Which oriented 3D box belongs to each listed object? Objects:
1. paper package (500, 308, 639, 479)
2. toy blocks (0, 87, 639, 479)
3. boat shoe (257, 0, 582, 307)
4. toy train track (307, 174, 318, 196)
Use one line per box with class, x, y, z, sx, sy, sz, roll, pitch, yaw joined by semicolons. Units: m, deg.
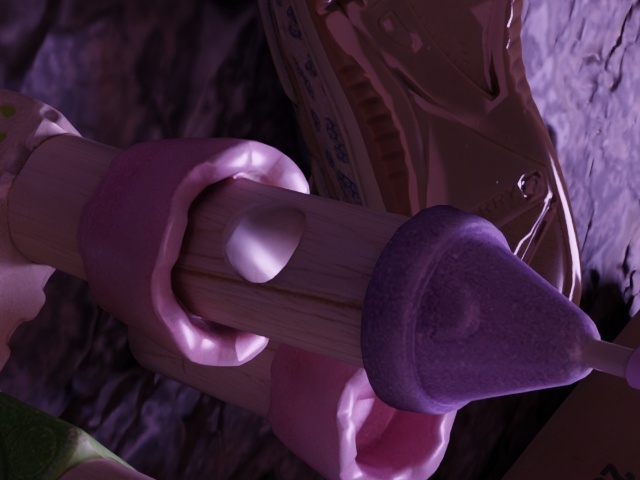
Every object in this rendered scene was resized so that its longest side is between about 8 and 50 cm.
paper package;0.217;0.198;0.731;0.325;0.309;0.168;-47;131;-29
toy blocks;-0.074;0.084;0.396;0.288;0.260;0.309;-58;138;-17
boat shoe;0.021;-0.079;0.591;0.104;0.089;0.285;-22;112;-27
toy train track;0.000;0.000;0.645;0.083;0.014;0.048;21;76;-56
